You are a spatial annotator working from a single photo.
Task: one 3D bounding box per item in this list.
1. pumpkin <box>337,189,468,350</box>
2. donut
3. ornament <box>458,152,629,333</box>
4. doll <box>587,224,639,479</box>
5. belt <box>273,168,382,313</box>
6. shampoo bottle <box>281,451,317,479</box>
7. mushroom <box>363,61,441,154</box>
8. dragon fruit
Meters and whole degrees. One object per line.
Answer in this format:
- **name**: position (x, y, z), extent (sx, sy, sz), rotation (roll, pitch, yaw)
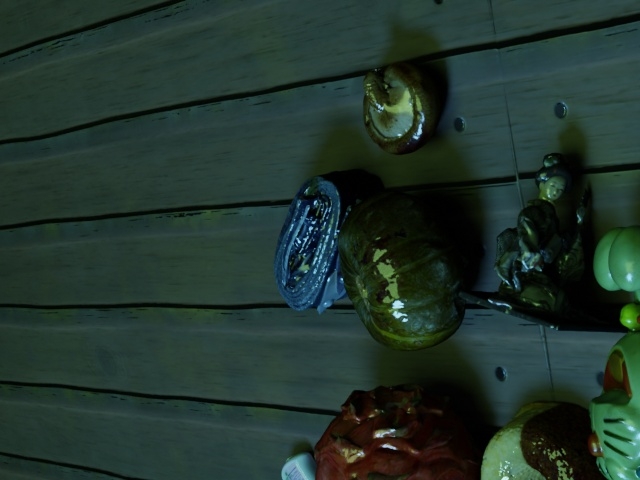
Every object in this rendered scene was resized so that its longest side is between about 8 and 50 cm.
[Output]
- **pumpkin**: position (0.117, 0.038, 1.739), extent (0.219, 0.162, 0.219), rotation (163, 90, -77)
- **donut**: position (0.281, 0.282, 1.675), extent (0.217, 0.085, 0.141), rotation (-7, 96, 52)
- **ornament**: position (0.279, -0.003, 1.566), extent (0.153, 0.166, 0.196), rotation (16, 99, 44)
- **doll**: position (0.385, 0.145, 1.439), extent (0.198, 0.186, 0.322), rotation (-77, -11, -87)
- **belt**: position (0.000, 0.000, 1.877), extent (0.122, 0.128, 0.218), rotation (45, 130, 32)
- **shampoo bottle**: position (-0.022, 0.379, 2.087), extent (0.099, 0.043, 0.072), rotation (54, 135, 24)
- **mushroom**: position (0.104, -0.171, 1.738), extent (0.127, 0.087, 0.127), rotation (18, 113, 49)
- **dragon fruit**: position (0.105, 0.317, 1.787), extent (0.252, 0.241, 0.241), rotation (54, 138, -1)
